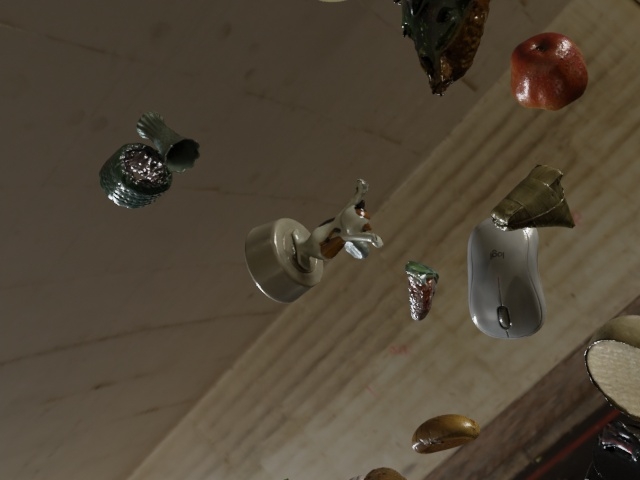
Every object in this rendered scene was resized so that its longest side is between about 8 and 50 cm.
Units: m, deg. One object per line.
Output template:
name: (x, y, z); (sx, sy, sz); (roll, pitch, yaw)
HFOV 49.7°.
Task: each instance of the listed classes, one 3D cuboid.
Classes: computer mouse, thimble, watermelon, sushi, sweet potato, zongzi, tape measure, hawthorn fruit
computer mouse: (0.436, 0.085, 1.627); (0.121, 0.184, 0.296); (12, -100, -64)
thimble: (-0.379, -0.133, 1.430); (0.135, 0.118, 0.090); (11, -28, -41)
watermelon: (0.238, 0.116, 1.600); (0.071, 0.139, 0.187); (1, -6, 13)
sushi: (0.177, -0.366, 1.040); (0.140, 0.149, 0.287); (1, -72, -58)
sweet potato: (0.071, 0.270, 0.705); (0.060, 0.068, 0.206); (-55, -10, 0)
zongzi: (0.424, -0.042, 1.367); (0.160, 0.078, 0.176); (-38, -54, -7)
tape measure: (0.471, 0.367, 0.986); (0.202, 0.222, 0.135); (7, 1, -27)
hawthorn fruit: (0.518, -0.387, 1.586); (0.189, 0.189, 0.189); (-41, -12, -11)

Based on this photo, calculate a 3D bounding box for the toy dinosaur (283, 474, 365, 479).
toy dinosaur: (0.007, 0.505, 1.271); (0.152, 0.177, 0.194); (-15, -68, -78)

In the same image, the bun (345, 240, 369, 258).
bun: (0.096, 0.012, 1.823); (0.045, 0.083, 0.083); (-46, -11, -17)

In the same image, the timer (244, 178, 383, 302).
timer: (0.000, 0.000, 1.378); (0.266, 0.175, 0.175); (-28, -3, 31)

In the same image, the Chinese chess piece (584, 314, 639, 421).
Chinese chess piece: (0.695, 0.280, 1.482); (0.103, 0.249, 0.249); (-36, -14, -23)

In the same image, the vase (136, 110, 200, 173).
vase: (-0.318, -0.207, 1.415); (0.081, 0.149, 0.081); (-29, -39, -26)

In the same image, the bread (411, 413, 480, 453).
bread: (0.307, 0.477, 1.717); (0.189, 0.077, 0.114); (-28, -33, 36)
